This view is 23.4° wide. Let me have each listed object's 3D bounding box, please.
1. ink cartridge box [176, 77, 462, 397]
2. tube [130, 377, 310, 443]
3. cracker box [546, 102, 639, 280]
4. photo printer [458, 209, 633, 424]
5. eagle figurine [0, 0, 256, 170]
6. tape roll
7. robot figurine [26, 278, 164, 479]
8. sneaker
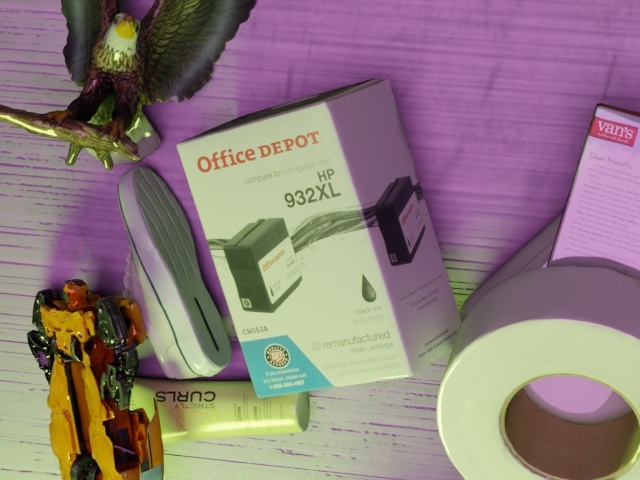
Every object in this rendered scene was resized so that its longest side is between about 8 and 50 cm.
[{"bbox_3d":[0.000,0.000,1.708,0.223,0.129,0.308,-12,99,38],"label":"ink cartridge box"},{"bbox_3d":[-0.134,0.203,1.838,0.240,0.062,0.070,-3,57,16],"label":"tube"},{"bbox_3d":[0.332,-0.013,1.626,0.155,0.067,0.232,17,100,7],"label":"cracker box"},{"bbox_3d":[0.313,0.100,1.734,0.307,0.107,0.256,-42,92,12],"label":"photo printer"},{"bbox_3d":[-0.216,-0.235,1.731,0.226,0.225,0.298,31,68,-38],"label":"eagle figurine"},{"bbox_3d":[0.266,0.169,1.608,0.286,0.100,0.286,8,125,12],"label":"tape roll"},{"bbox_3d":[-0.257,0.185,1.806,0.211,0.085,0.291,5,104,49],"label":"robot figurine"},{"bbox_3d":[-0.193,0.044,1.801,0.091,0.094,0.258,-20,89,28],"label":"sneaker"}]
